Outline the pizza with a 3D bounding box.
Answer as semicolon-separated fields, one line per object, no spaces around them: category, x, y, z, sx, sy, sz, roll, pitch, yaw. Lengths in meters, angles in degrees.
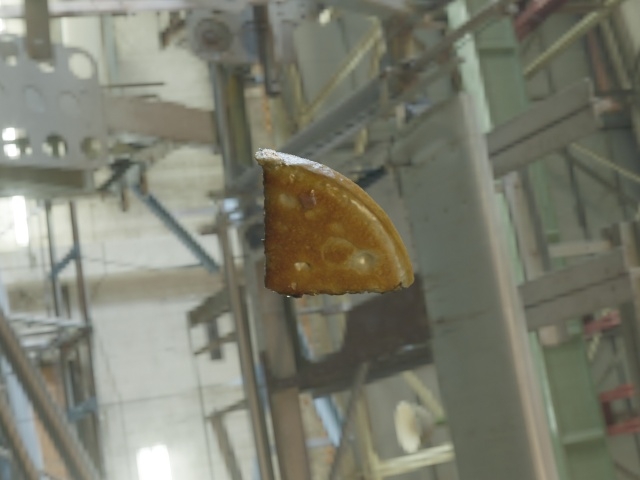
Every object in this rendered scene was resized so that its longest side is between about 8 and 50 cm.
pizza;0.000;0.000;1.123;0.131;0.178;0.041;-56;-171;30
